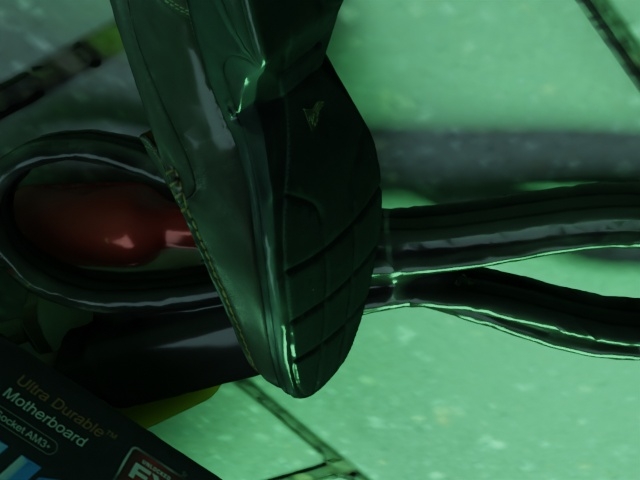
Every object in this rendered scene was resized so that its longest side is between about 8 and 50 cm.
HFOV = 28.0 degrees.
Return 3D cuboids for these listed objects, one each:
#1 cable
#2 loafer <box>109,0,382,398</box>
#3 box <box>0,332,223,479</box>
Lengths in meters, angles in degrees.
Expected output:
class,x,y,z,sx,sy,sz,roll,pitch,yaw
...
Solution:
class,x,y,z,sx,sy,sz,roll,pitch,yaw
cable,0.000,0.000,0.455,0.287,0.072,0.139,-13,119,7
loafer,-0.023,-0.032,0.382,0.061,0.062,0.170,8,118,31
box,-0.150,0.122,0.511,0.296,0.073,0.293,34,148,-9
